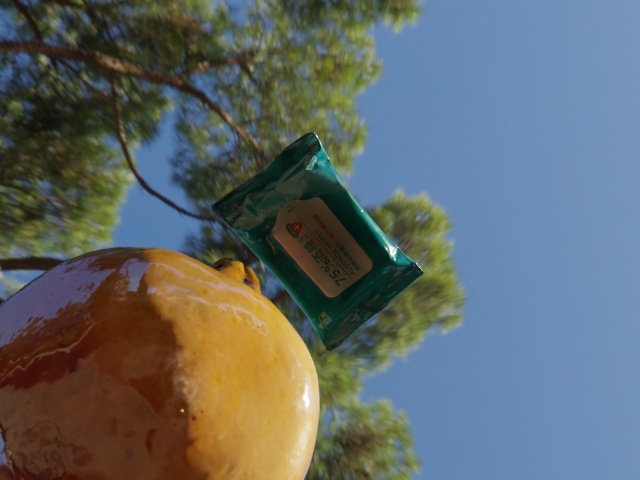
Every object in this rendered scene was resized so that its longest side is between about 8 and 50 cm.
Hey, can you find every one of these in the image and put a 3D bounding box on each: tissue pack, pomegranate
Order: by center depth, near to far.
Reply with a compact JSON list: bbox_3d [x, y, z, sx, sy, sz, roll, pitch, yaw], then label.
[{"bbox_3d":[-0.108,0.100,0.748,0.209,0.209,0.209,0,-96,-1],"label":"pomegranate"},{"bbox_3d":[0.000,0.000,0.836,0.085,0.028,0.138,-39,-66,-2],"label":"tissue pack"}]
